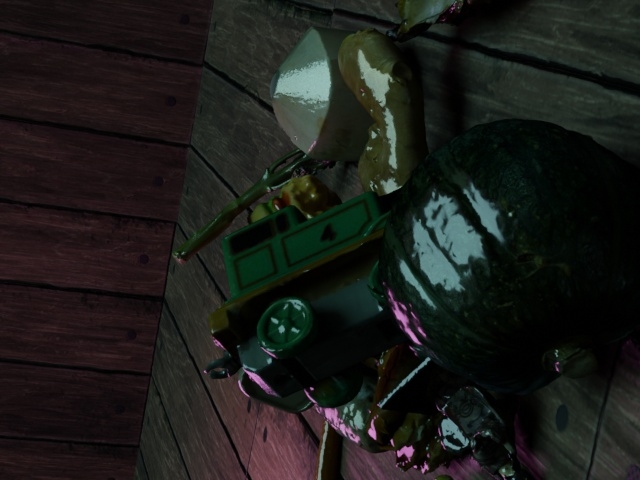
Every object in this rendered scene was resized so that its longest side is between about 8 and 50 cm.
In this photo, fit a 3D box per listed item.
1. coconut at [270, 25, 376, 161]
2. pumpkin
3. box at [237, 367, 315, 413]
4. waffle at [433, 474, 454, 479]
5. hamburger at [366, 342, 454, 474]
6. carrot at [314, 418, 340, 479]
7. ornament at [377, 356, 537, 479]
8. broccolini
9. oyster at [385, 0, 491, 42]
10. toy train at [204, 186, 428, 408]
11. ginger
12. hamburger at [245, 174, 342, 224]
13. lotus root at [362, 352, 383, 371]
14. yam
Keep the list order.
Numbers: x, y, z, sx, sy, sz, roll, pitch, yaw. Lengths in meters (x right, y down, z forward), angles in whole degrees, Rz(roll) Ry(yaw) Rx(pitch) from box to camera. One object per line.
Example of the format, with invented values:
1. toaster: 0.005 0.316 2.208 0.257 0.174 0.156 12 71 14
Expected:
1. coconut: 0.024 -0.239 2.041 0.241 0.241 0.241 -173 90 -73
2. pumpkin: 0.183 0.007 1.287 0.293 0.197 0.263 -43 42 26
3. box: -0.019 0.102 1.875 0.274 0.138 0.178 -56 18 28
4. waffle: 0.161 0.437 1.592 0.291 0.051 0.291 -173 90 -77
5. hamburger: 0.126 0.198 1.685 0.183 0.130 0.206 121 154 -48
6. carrot: 0.014 0.369 2.135 0.043 0.043 0.248 155 123 -71
7. ornament: 0.206 0.221 1.465 0.153 0.166 0.196 -44 63 17
8. broccolini: -0.107 -0.072 2.289 0.392 0.079 0.074 -40 6 5
9. oyster: 0.203 -0.391 1.746 0.361 0.096 0.221 179 103 -73
10. toy train: 0.034 0.053 1.621 0.178 0.429 0.249 53 -165 -48
11. ginger: 0.119 -0.096 1.818 0.348 0.122 0.363 -124 33 -53
12. hamburger: 0.000 0.000 2.082 0.149 0.237 0.237 -36 31 9
13. lotus root: 0.095 0.111 1.885 0.108 0.094 0.191 -32 41 25
14. yam: 0.045 0.237 1.950 0.330 0.133 0.133 -141 60 -67
